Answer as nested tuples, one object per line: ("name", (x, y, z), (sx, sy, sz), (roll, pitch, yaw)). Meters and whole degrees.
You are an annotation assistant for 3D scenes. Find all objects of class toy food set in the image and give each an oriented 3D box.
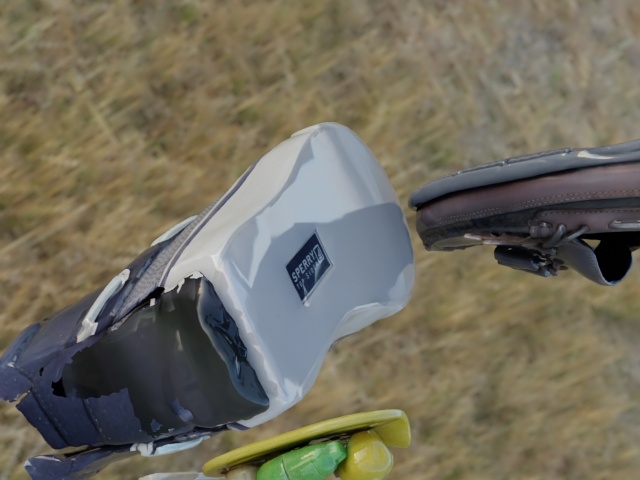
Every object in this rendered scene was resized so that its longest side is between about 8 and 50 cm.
("toy food set", (-0.024, 0.202, 1.496), (0.128, 0.217, 0.071), (17, 56, -65))

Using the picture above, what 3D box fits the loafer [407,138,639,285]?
("loafer", (0.180, -0.013, 1.073), (0.109, 0.302, 0.095), (-3, 83, -50))

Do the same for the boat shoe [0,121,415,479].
("boat shoe", (-0.060, 0.030, 1.018), (0.127, 0.158, 0.340), (66, 21, -4))
